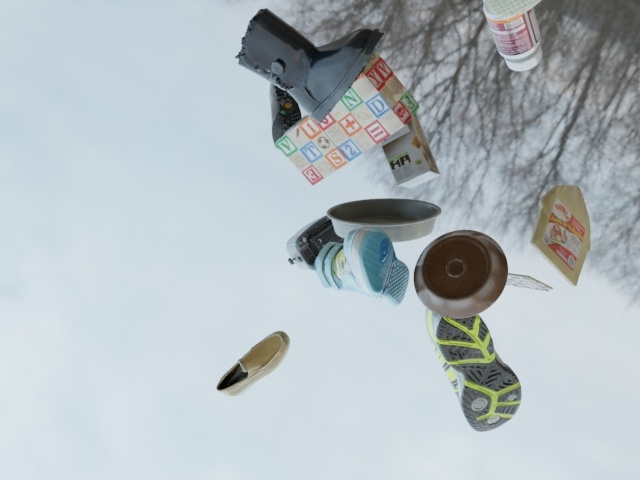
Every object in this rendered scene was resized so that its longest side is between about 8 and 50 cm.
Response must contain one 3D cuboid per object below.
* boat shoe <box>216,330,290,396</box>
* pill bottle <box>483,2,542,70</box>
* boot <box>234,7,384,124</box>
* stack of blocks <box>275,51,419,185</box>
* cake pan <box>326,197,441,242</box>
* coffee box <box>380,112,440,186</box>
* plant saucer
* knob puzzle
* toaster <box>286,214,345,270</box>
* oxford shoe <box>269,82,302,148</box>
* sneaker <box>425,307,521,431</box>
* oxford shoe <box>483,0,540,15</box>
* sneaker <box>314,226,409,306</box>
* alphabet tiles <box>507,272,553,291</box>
[{"bbox_3d":[-0.143,0.261,1.588,0.068,0.190,0.072,49,-166,29],"label":"boat shoe"},{"bbox_3d":[0.521,-0.565,2.031,0.121,0.121,0.221,47,177,41],"label":"pill bottle"},{"bbox_3d":[-0.029,-0.330,1.310,0.207,0.246,0.094,36,-123,-8],"label":"boot"},{"bbox_3d":[0.037,-0.257,1.587,0.171,0.297,0.087,48,-135,-11],"label":"stack of blocks"},{"bbox_3d":[0.162,-0.053,1.938,0.293,0.054,0.293,-2,-164,1],"label":"cake pan"},{"bbox_3d":[0.219,-0.273,2.024,0.141,0.098,0.247,-3,-109,-69],"label":"coffee box"},{"bbox_3d":[0.281,0.061,1.552,0.198,0.198,0.036,42,178,34],"label":"plant saucer"},{"bbox_3d":[0.504,-0.030,1.583,0.213,0.213,0.030,9,171,-38],"label":"knob puzzle"},{"bbox_3d":[0.000,0.000,2.330,0.129,0.227,0.146,55,158,-10],"label":"toaster"},{"bbox_3d":[-0.100,-0.359,2.066,0.082,0.227,0.096,-5,-150,-17],"label":"oxford shoe"},{"bbox_3d":[0.339,0.267,1.689,0.145,0.385,0.147,-23,-150,-1],"label":"sneaker"},{"bbox_3d":[0.442,-0.660,1.505,0.169,0.449,0.130,8,-137,-5],"label":"oxford shoe"},{"bbox_3d":[0.057,0.047,1.637,0.208,0.127,0.319,14,162,25],"label":"sneaker"},{"bbox_3d":[0.519,0.104,2.124,0.198,0.009,0.237,23,170,-37],"label":"alphabet tiles"}]
